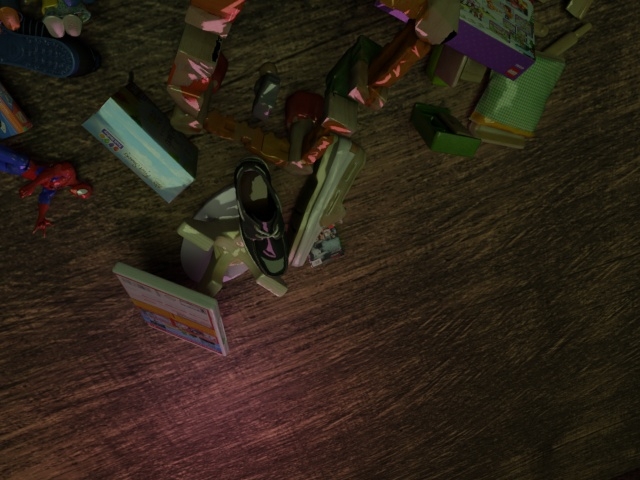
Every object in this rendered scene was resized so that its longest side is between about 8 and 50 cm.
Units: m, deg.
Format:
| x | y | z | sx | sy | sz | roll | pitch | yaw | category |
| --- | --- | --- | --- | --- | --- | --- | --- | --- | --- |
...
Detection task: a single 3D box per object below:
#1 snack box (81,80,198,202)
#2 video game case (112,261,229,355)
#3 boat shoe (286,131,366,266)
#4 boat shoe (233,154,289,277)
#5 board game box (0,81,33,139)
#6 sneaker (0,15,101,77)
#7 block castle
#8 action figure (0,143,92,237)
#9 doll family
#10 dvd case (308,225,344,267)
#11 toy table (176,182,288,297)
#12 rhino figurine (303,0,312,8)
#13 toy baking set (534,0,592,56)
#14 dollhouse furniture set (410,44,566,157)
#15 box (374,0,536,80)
| x | y | z | sx | sy | sz | roll | pitch | yaw | category |
| --- | --- | --- | --- | --- | --- | --- | --- | --- | --- |
| -0.299 | -0.178 | 0.778 | 0.070 | 0.207 | 0.174 | -39 | 117 | 8 | snack box |
| -0.295 | 0.152 | 0.920 | 0.203 | 0.025 | 0.285 | 20 | 149 | 6 | video game case |
| 0.007 | -0.073 | 0.954 | 0.103 | 0.113 | 0.303 | 16 | 108 | -19 | boat shoe |
| -0.106 | -0.031 | 0.796 | 0.083 | 0.079 | 0.233 | -14 | 113 | -10 | boat shoe |
| -0.615 | -0.288 | 0.712 | 0.144 | 0.027 | 0.281 | -10 | 126 | 17 | board game box |
| -0.487 | -0.328 | 0.740 | 0.232 | 0.090 | 0.082 | 22 | 113 | 0 | sneaker |
| -0.039 | -0.314 | 0.669 | 0.302 | 0.213 | 0.453 | 17 | 154 | -24 | block castle |
| -0.548 | -0.106 | 0.774 | 0.091 | 0.139 | 0.280 | -23 | 149 | 37 | action figure |
| -0.451 | -0.378 | 0.669 | 0.262 | 0.163 | 0.118 | -11 | 151 | -18 | doll family |
| 0.000 | 0.000 | 1.049 | 0.087 | 0.013 | 0.120 | -23 | 118 | -1 | dvd case |
| -0.183 | 0.014 | 0.931 | 0.252 | 0.161 | 0.274 | 24 | 108 | -23 | toy table |
| 0.007 | -0.526 | 0.752 | 0.106 | 0.073 | 0.244 | 7 | 116 | -13 | rhino figurine |
| 0.443 | -0.454 | 0.917 | 0.256 | 0.030 | 0.197 | -40 | 115 | 8 | toy baking set |
| 0.365 | -0.279 | 0.896 | 0.301 | 0.151 | 0.198 | 6 | 125 | -16 | dollhouse furniture set |
| 0.244 | -0.428 | 0.780 | 0.293 | 0.201 | 0.057 | 21 | 153 | -16 | box |
